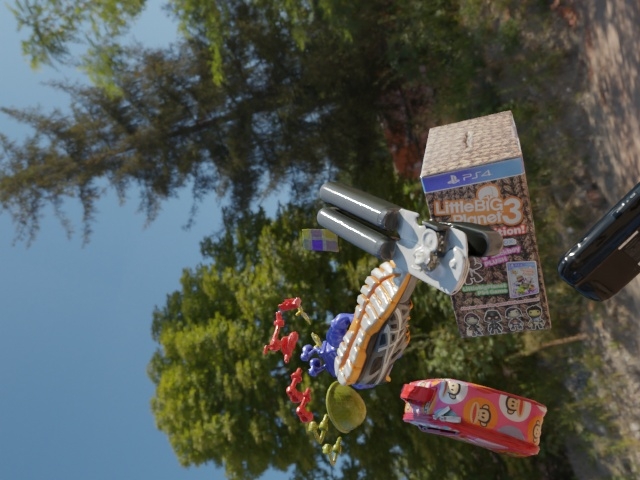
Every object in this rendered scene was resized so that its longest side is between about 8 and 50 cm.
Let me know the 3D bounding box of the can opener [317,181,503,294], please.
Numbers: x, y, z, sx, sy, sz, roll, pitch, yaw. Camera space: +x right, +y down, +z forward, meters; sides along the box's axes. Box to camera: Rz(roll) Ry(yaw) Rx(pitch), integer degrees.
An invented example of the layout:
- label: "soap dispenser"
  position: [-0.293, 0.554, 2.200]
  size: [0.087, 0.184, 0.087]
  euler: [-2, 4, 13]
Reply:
- label: "can opener"
  position: [0.094, -0.011, 0.729]
  size: [0.093, 0.280, 0.074]
  euler: [-5, -70, -35]

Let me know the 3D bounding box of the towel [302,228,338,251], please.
- label: "towel"
  position: [0.000, 0.000, 1.316]
  size: [0.009, 0.083, 0.060]
  euler: [-75, -13, -52]

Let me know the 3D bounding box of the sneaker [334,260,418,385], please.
- label: "sneaker"
  position: [0.095, 0.120, 0.844]
  size: [0.084, 0.083, 0.215]
  euler: [-114, 44, -61]

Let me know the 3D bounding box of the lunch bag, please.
- label: "lunch bag"
  position: [0.293, 0.356, 1.215]
  size: [0.293, 0.258, 0.120]
  euler: [117, 171, -73]

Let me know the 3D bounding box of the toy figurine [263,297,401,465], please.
- label: "toy figurine"
  position: [0.071, 0.271, 1.178]
  size: [0.362, 0.217, 0.191]
  euler: [64, -154, -21]

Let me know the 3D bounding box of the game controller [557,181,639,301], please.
- label: "game controller"
  position: [0.688, -0.001, 1.299]
  size: [0.166, 0.319, 0.067]
  euler: [31, -158, -24]

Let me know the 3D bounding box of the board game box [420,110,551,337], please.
- label: "board game box"
  position: [0.272, -0.030, 0.952]
  size: [0.232, 0.141, 0.291]
  euler: [-63, -41, -60]
